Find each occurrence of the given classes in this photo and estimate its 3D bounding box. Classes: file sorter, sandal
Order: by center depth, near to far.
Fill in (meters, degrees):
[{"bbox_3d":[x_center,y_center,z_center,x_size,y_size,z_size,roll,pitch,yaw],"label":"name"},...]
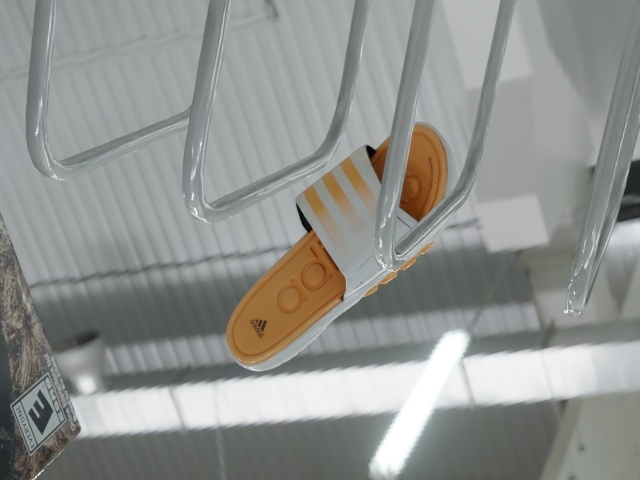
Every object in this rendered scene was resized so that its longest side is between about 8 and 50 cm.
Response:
[{"bbox_3d":[0.054,-0.084,0.490,0.277,0.173,0.193,15,-163,13],"label":"file sorter"},{"bbox_3d":[0.005,0.008,1.112,0.265,0.076,0.102,-47,-124,13],"label":"sandal"}]

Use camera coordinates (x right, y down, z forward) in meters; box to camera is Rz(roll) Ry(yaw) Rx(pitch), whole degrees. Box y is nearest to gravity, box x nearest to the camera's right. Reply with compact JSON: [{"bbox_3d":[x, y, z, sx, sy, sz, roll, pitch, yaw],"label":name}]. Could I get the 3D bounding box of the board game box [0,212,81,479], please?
[{"bbox_3d":[-0.237,0.035,0.451,0.141,0.232,0.291,-14,-166,19],"label":"board game box"}]
